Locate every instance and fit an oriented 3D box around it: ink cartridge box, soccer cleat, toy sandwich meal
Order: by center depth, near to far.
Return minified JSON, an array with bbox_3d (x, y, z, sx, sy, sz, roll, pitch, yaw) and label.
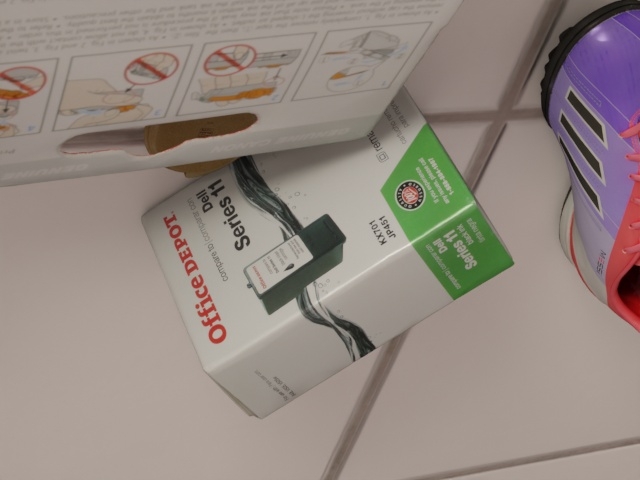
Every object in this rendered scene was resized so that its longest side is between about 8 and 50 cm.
[{"bbox_3d":[-0.059,-0.163,0.710,0.308,0.091,0.385,-9,157,-24],"label":"ink cartridge box"},{"bbox_3d":[-0.078,-0.077,0.939,0.085,0.029,0.085,-14,138,-13],"label":"toy sandwich meal"},{"bbox_3d":[0.000,0.000,0.974,0.208,0.153,0.087,-33,142,6],"label":"ink cartridge box"},{"bbox_3d":[0.238,-0.049,1.091,0.108,0.116,0.318,-23,143,-6],"label":"soccer cleat"}]
